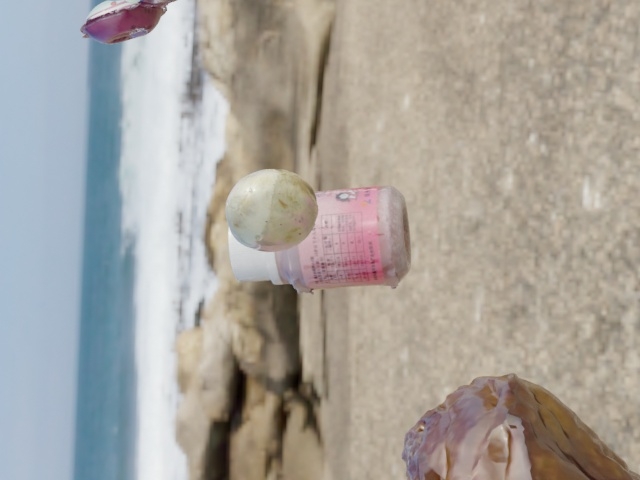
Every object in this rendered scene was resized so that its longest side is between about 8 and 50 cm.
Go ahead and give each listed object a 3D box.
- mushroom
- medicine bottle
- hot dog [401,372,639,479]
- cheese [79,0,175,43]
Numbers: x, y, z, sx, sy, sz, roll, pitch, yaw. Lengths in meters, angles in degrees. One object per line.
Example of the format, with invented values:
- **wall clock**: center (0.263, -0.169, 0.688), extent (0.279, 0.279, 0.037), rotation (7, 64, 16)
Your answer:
- **mushroom**: center (-0.044, -0.028, 1.068), extent (0.067, 0.083, 0.083), rotation (-111, 25, -43)
- **medicine bottle**: center (0.000, 0.000, 1.700), extent (0.147, 0.247, 0.147), rotation (-4, -90, -81)
- **hot dog**: center (0.187, 0.254, 0.713), extent (0.174, 0.387, 0.267), rotation (-46, 6, 16)
- **cheese**: center (-0.188, -0.231, 1.222), extent (0.145, 0.095, 0.038), rotation (-17, 89, 40)
